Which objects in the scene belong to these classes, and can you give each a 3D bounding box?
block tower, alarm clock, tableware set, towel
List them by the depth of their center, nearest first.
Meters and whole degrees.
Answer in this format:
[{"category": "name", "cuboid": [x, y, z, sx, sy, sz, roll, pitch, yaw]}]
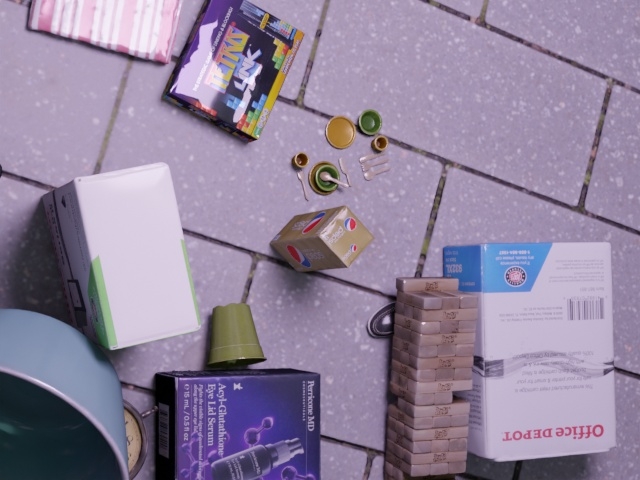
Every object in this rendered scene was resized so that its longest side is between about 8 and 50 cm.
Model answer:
[{"category": "alarm clock", "cuboid": [-0.300, 0.277, 1.528, 0.129, 0.064, 0.192, 31, 74, -19]}, {"category": "towel", "cuboid": [-0.281, -0.325, 1.580, 0.197, 0.029, 0.144, 12, 84, -19]}, {"category": "block tower", "cuboid": [0.155, 0.223, 1.680, 0.091, 0.097, 0.336, 0, 95, -22]}, {"category": "tableware set", "cuboid": [0.031, -0.127, 1.703, 0.154, 0.024, 0.104, -21, 96, -22]}]

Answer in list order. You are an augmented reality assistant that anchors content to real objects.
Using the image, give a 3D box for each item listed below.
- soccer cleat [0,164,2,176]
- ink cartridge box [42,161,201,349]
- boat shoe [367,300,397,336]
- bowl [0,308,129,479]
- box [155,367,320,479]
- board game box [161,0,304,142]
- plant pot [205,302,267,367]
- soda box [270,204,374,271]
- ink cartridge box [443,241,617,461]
[{"category": "soccer cleat", "cuboid": [-0.442, -0.016, 1.488, 0.072, 0.060, 0.179, 34, 82, -28]}, {"category": "ink cartridge box", "cuboid": [-0.249, 0.020, 1.447, 0.114, 0.273, 0.198, -13, 93, -20]}, {"category": "boat shoe", "cuboid": [0.129, 0.109, 1.728, 0.125, 0.038, 0.046, -15, 94, -23]}, {"category": "bowl", "cuboid": [-0.352, 0.198, 1.370, 0.311, 0.311, 0.163, 36, 36, -18]}, {"category": "box", "cuboid": [-0.110, 0.250, 1.586, 0.207, 0.108, 0.153, 0, 88, -22]}, {"category": "board game box", "cuboid": [-0.119, -0.242, 1.632, 0.141, 0.048, 0.170, 26, 78, -21]}, {"category": "plant pot", "cuboid": [-0.117, 0.127, 1.609, 0.083, 0.083, 0.079, -1, 77, -23]}, {"category": "soda box", "cuboid": [0.000, 0.000, 1.600, 0.061, 0.181, 0.058, 47, 72, -14]}, {"category": "ink cartridge box", "cuboid": [0.308, 0.158, 1.752, 0.223, 0.129, 0.308, 0, 88, -23]}]
